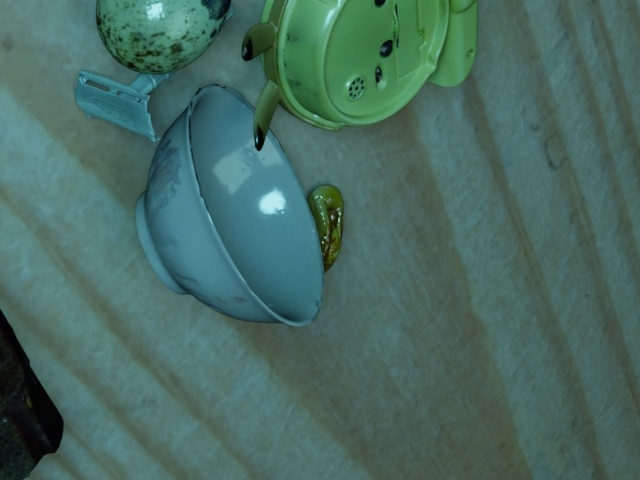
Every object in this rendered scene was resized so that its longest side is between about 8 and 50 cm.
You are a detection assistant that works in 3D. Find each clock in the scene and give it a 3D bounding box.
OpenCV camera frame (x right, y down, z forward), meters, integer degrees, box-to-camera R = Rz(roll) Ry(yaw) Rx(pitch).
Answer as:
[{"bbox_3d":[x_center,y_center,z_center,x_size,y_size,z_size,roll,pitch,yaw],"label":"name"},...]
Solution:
[{"bbox_3d":[0.022,-0.157,1.481,0.232,0.069,0.170,-32,136,-31],"label":"clock"}]

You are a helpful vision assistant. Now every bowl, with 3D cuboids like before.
[{"bbox_3d":[-0.080,-0.013,1.431,0.086,0.189,0.189,-22,148,20],"label":"bowl"}]

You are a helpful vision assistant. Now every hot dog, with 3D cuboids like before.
[{"bbox_3d":[0.000,0.000,1.598,0.030,0.034,0.090,-3,118,-47],"label":"hot dog"}]

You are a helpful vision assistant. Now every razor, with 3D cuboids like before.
[{"bbox_3d":[-0.105,-0.129,1.381,0.135,0.068,0.040,-48,146,-33],"label":"razor"}]

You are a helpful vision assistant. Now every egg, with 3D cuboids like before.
[{"bbox_3d":[-0.103,-0.162,1.323,0.110,0.085,0.085,-48,142,-20],"label":"egg"}]

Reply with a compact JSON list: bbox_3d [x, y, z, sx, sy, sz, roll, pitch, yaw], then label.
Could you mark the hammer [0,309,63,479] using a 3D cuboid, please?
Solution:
[{"bbox_3d":[-0.365,0.162,1.253,0.409,0.095,0.242,-38,139,-21],"label":"hammer"}]
